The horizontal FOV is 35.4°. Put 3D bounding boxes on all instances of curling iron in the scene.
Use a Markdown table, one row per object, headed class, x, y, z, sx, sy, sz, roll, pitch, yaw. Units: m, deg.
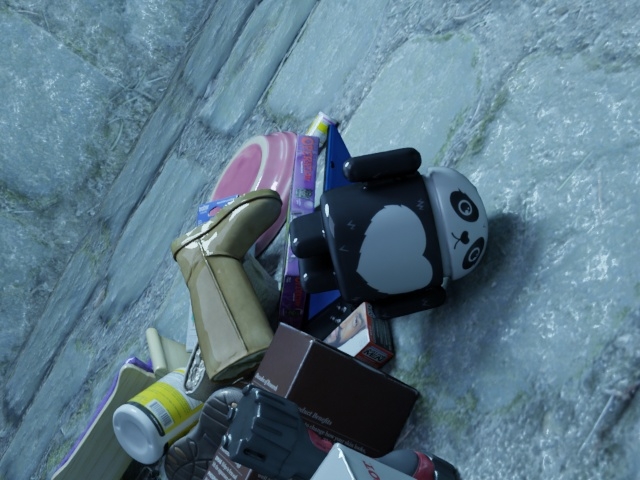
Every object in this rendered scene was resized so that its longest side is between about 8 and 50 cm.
| class | x | y | z | sx | sy | sz | roll | pitch | yaw |
| --- | --- | --- | --- | --- | --- | --- | --- | --- | --- |
| curling iron | -0.305 | 0.488 | 1.926 | 0.274 | 0.035 | 0.068 | -2 | 62 | 62 |

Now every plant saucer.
| class | x | y | z | sx | sy | sz | roll | pitch | yaw |
| --- | --- | --- | --- | --- | --- | --- | --- | --- | --- |
| plant saucer | -0.156 | -0.104 | 2.212 | 0.332 | 0.084 | 0.332 | -44 | 29 | 34 |

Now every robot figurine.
| class | x | y | z | sx | sy | sz | roll | pitch | yaw |
| --- | --- | --- | --- | --- | --- | --- | --- | --- | --- |
| robot figurine | 0.098 | -0.006 | 1.420 | 0.209 | 0.278 | 0.174 | 74 | -176 | -62 |

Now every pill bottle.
| class | x | y | z | sx | sy | sz | roll | pitch | yaw |
| --- | --- | --- | --- | --- | --- | --- | --- | --- | --- |
| pill bottle | -0.270 | 0.309 | 1.851 | 0.208 | 0.119 | 0.119 | -32 | -1 | -44 |
| pill bottle | -0.004 | -0.225 | 2.095 | 0.083 | 0.043 | 0.043 | -57 | 25 | 7 |

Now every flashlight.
| class | x | y | z | sx | sy | sz | roll | pitch | yaw |
| --- | --- | --- | --- | --- | --- | --- | --- | --- | --- |
| flashlight | 0.029 | 0.262 | 1.209 | 0.103 | 0.304 | 0.103 | -61 | 24 | -2 |

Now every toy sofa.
| class | x | y | z | sx | sy | sz | roll | pitch | yaw |
| --- | --- | --- | --- | --- | --- | --- | --- | --- | --- |
| toy sofa | -0.407 | 0.364 | 2.070 | 0.363 | 0.177 | 0.150 | -57 | 27 | 16 |

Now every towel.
| class | x | y | z | sx | sy | sz | roll | pitch | yaw |
| --- | --- | --- | --- | --- | --- | --- | --- | --- | --- |
| towel | -0.155 | 0.173 | 1.826 | 0.049 | 0.187 | 0.282 | 10 | 70 | 25 |

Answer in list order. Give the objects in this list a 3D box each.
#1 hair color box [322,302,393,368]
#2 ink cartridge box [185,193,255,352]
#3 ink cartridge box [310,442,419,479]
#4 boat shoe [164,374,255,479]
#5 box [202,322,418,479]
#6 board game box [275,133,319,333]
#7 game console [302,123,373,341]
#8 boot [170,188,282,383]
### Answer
| class | x | y | z | sx | sy | sz | roll | pitch | yaw |
| --- | --- | --- | --- | --- | --- | --- | --- | --- | --- |
| hair color box | 0.039 | 0.185 | 1.570 | 0.167 | 0.053 | 0.093 | -46 | 28 | 28 |
| ink cartridge box | -0.200 | 0.072 | 2.033 | 0.185 | 0.065 | 0.311 | -12 | 74 | 58 |
| ink cartridge box | 0.121 | 0.342 | 0.965 | 0.122 | 0.289 | 0.211 | -56 | 25 | 10 |
| boat shoe | -0.169 | 0.347 | 1.753 | 0.116 | 0.123 | 0.324 | -38 | -10 | -49 |
| box | -0.044 | 0.331 | 1.411 | 0.382 | 0.191 | 0.143 | -62 | 25 | -3 |
| board game box | -0.042 | -0.001 | 1.818 | 0.208 | 0.056 | 0.347 | 94 | 180 | -48 |
| game console | 0.000 | 0.000 | 1.698 | 0.250 | 0.173 | 0.293 | -40 | 32 | 38 |
| boot | -0.126 | 0.076 | 1.708 | 0.236 | 0.089 | 0.270 | -33 | 59 | 16 |
